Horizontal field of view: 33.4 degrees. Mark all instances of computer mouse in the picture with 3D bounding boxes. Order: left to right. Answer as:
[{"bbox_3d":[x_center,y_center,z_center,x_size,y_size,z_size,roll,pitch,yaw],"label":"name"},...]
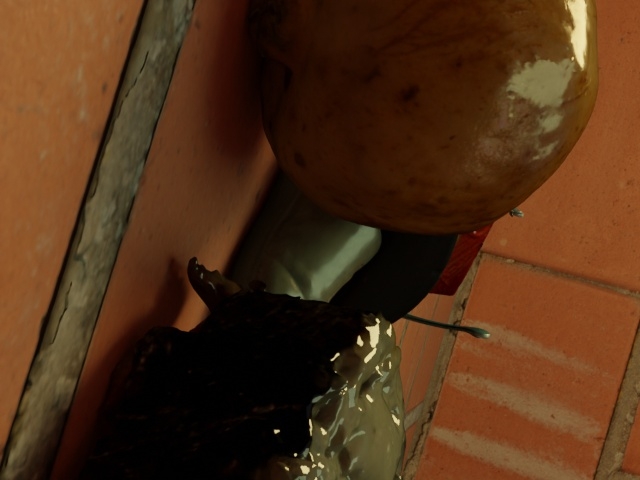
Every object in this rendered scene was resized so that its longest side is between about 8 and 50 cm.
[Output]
[{"bbox_3d":[0.063,-0.010,0.932,0.269,0.086,0.137,-57,-147,34],"label":"computer mouse"}]

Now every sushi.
[{"bbox_3d":[-0.061,0.155,0.628,0.196,0.182,0.343,88,21,-43],"label":"sushi"}]

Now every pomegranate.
[{"bbox_3d":[0.065,-0.120,0.711,0.248,0.248,0.248,17,90,-78],"label":"pomegranate"}]

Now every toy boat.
[{"bbox_3d":[0.215,-0.058,1.708,0.145,0.133,0.331,-55,169,-69],"label":"toy boat"}]

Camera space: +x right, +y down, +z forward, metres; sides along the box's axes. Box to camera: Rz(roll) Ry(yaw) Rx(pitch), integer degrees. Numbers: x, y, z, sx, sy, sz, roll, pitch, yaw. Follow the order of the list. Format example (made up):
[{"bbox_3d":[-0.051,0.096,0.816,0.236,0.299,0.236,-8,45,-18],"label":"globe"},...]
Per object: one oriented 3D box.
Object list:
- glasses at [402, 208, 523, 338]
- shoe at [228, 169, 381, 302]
[{"bbox_3d":[0.078,-0.010,1.012,0.088,0.220,0.189,7,104,-38],"label":"glasses"},{"bbox_3d":[0.000,0.000,0.858,0.103,0.100,0.251,80,26,-60],"label":"shoe"}]
